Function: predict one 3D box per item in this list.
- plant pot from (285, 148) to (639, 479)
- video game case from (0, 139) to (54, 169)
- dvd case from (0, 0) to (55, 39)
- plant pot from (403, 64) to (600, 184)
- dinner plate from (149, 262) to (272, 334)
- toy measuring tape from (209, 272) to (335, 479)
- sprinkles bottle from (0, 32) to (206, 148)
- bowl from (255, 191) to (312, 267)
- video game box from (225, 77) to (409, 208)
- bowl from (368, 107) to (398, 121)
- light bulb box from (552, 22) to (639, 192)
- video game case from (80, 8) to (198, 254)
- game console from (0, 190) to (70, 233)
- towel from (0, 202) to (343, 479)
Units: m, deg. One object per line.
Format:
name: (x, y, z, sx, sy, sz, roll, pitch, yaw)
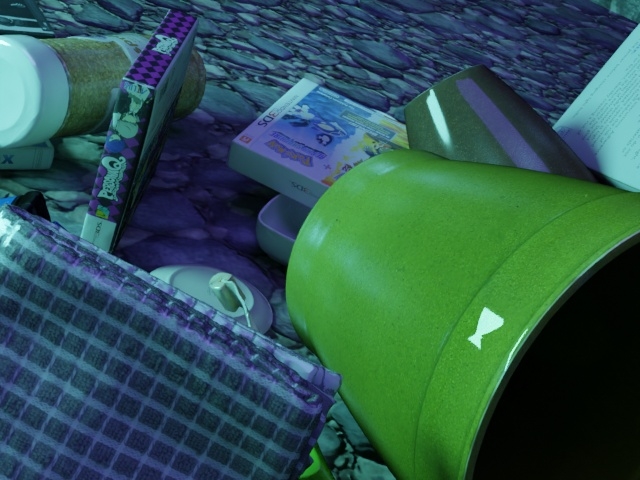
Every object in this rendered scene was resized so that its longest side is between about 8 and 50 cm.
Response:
plant pot: (0.156, 0.080, 1.064, 0.366, 0.366, 0.353, -3, 24, -36)
video game case: (-0.507, -0.179, 1.384, 0.300, 0.036, 0.329, -2, 35, -34)
dvd case: (-0.484, -0.301, 1.543, 0.238, 0.029, 0.179, 0, 29, -26)
plant pot: (0.196, -0.077, 1.360, 0.215, 0.215, 0.230, -23, 83, -52)
dinner plate: (-0.116, 0.059, 1.233, 0.141, 0.017, 0.141, 16, 28, -9)
toy measuring tape: (-0.078, 0.147, 1.004, 0.121, 0.121, 0.330, 6, 28, -24)
sprinkles bottle: (-0.271, -0.185, 1.400, 0.121, 0.121, 0.355, 29, 20, 17)
bowl: (0.000, 0.000, 1.370, 0.142, 0.053, 0.142, 26, 30, 12)
video game box: (0.020, -0.105, 1.430, 0.205, 0.048, 0.187, 26, 43, 13)
bowl: (0.063, -0.129, 1.609, 0.170, 0.080, 0.170, 14, 28, -8)
light bulb box: (0.513, -0.051, 1.379, 0.358, 0.225, 0.361, 38, 1, -26)
video game case: (-0.196, -0.121, 1.293, 0.042, 0.210, 0.232, 18, 29, -4)
game console: (-0.302, 0.097, 1.039, 0.250, 0.173, 0.293, -10, 26, 10)
towel: (-0.153, 0.138, 0.819, 0.283, 0.235, 0.121, 29, -3, 1)
